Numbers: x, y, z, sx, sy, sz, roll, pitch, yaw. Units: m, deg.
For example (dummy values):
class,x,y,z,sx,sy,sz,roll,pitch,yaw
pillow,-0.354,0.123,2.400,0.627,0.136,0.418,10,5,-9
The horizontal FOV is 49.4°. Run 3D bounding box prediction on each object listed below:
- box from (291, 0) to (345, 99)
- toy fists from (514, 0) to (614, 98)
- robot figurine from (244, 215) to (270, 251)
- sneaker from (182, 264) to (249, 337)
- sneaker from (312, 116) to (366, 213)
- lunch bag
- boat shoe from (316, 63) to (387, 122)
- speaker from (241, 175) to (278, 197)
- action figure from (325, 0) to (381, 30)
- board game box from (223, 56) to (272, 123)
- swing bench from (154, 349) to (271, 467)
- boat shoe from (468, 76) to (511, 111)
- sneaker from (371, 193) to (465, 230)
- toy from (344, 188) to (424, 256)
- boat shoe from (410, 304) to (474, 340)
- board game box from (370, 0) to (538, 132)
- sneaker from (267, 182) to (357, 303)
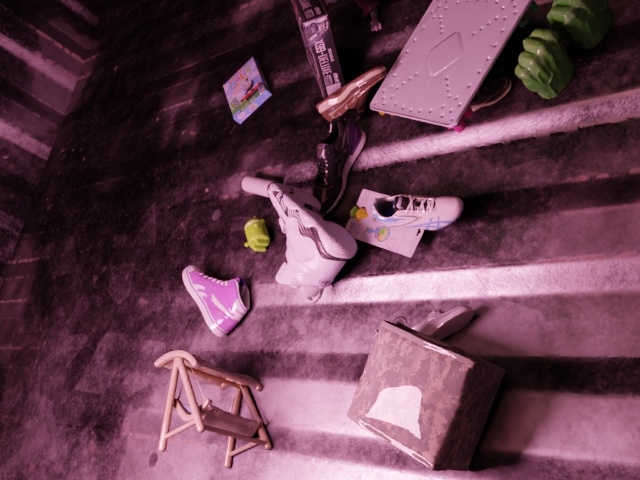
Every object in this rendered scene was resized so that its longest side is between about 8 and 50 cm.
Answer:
class,x,y,z,sx,sy,sz,roll,pitch,yaw
box,-0.010,-0.608,2.108,0.076,0.308,0.243,-19,50,1
toy fists,0.566,-0.478,1.635,0.279,0.142,0.096,-52,44,5
robot figurine,-0.192,-0.019,2.108,0.101,0.067,0.115,117,146,-40
sneaker,-0.303,0.143,2.103,0.161,0.102,0.282,-45,55,8
sneaker,0.019,-0.219,1.991,0.107,0.124,0.284,12,76,45
lunch bag,0.206,0.320,1.475,0.287,0.168,0.236,21,90,43
boat shoe,0.107,-0.425,2.053,0.257,0.095,0.095,-25,14,42
speaker,-0.190,-0.171,2.201,0.136,0.055,0.055,16,78,46
action figure,0.141,-0.818,2.134,0.370,0.248,0.276,-4,64,38
board game box,-0.265,-0.539,2.489,0.160,0.039,0.212,-39,46,19
swing bench,-0.279,0.423,1.802,0.165,0.253,0.255,-31,50,25
boat shoe,0.413,-0.373,1.778,0.152,0.049,0.056,-28,53,30
sneaker,0.230,-0.074,1.682,0.237,0.086,0.085,-2,66,34
toy,0.179,-0.042,1.796,0.237,0.056,0.137,20,83,40
boat shoe,0.265,0.192,1.589,0.184,0.066,0.063,-43,45,29
board game box,0.344,-0.485,1.859,0.390,0.050,0.390,-58,33,-1
sneaker,-0.064,0.000,1.890,0.366,0.137,0.210,45,115,40
